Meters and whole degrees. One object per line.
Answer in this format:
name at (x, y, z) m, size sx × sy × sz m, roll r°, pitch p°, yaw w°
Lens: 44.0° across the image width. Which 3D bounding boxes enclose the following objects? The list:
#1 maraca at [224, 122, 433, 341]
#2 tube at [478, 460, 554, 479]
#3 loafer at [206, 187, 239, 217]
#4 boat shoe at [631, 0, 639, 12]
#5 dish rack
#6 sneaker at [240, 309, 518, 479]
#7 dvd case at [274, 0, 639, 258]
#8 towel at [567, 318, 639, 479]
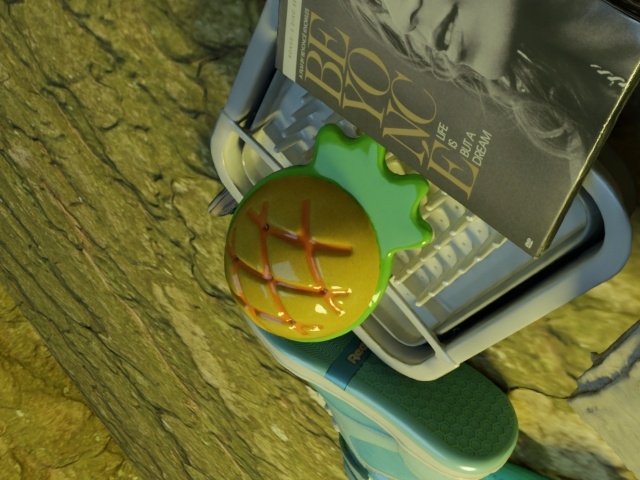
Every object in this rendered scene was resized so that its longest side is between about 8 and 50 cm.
maraca at (0.000, 0.000, 0.567) m, size 0.127 × 0.099 × 0.185 m, roll 46°, pitch 123°, yaw 3°
tube at (0.209, 0.252, 0.755) m, size 0.207 × 0.052 × 0.080 m, roll 7°, pitch 116°, yaw 58°
loafer at (-0.082, -0.045, 0.820) m, size 0.039 × 0.045 × 0.125 m, roll 45°, pitch 148°, yaw -4°
boat shoe at (0.208, -0.128, 0.302) m, size 0.207 × 0.073 × 0.073 m, roll -12°, pitch 116°, yaw 49°
dish rack at (0.059, -0.051, 0.591) m, size 0.285 × 0.072 × 0.333 m, roll 48°, pitch 151°, yaw 5°
sneaker at (0.028, 0.156, 0.807) m, size 0.319 × 0.127 × 0.208 m, roll 39°, pitch 145°, yaw 21°
dvd case at (0.058, -0.106, 0.440) m, size 0.221 × 0.018 × 0.164 m, roll 40°, pitch 148°, yaw 22°
towel at (0.252, 0.154, 0.404) m, size 0.282 × 0.049 × 0.187 m, roll 49°, pitch 171°, yaw 18°
